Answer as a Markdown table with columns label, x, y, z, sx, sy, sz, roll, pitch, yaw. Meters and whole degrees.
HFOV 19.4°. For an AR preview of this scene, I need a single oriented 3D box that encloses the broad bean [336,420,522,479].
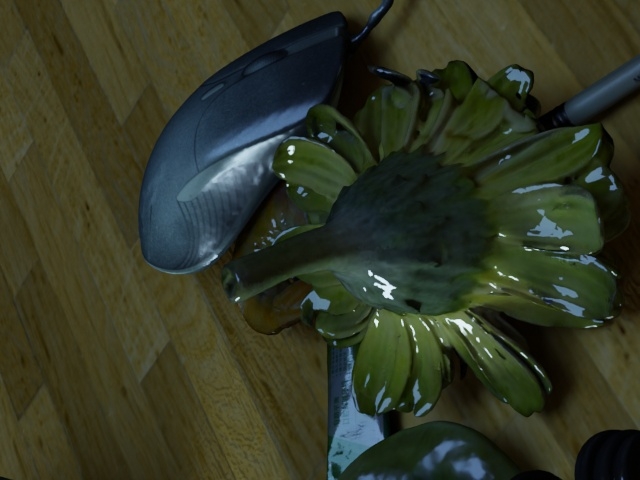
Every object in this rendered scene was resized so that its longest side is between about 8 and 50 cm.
| label | x | y | z | sx | sy | sz | roll | pitch | yaw |
| --- | --- | --- | --- | --- | --- | --- | --- | --- | --- |
| broad bean | 0.071 | 0.225 | 1.432 | 0.153 | 0.072 | 0.207 | 44 | 105 | 18 |

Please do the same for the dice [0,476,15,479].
| label | x | y | z | sx | sy | sz | roll | pitch | yaw |
| --- | --- | --- | --- | --- | --- | --- | --- | --- | --- |
| dice | -0.355 | 0.385 | 1.690 | 0.328 | 0.330 | 0.348 | -8 | 67 | 45 |

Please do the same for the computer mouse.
| label | x | y | z | sx | sy | sz | roll | pitch | yaw |
| --- | --- | --- | --- | --- | --- | --- | --- | --- | --- |
| computer mouse | -0.058 | -0.119 | 1.655 | 0.379 | 0.090 | 0.167 | -46 | 27 | 25 |

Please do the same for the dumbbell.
| label | x | y | z | sx | sy | sz | roll | pitch | yaw |
| --- | --- | --- | --- | --- | --- | --- | --- | --- | --- |
| dumbbell | 0.186 | 0.190 | 1.289 | 0.208 | 0.099 | 0.099 | -35 | 55 | 43 |

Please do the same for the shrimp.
| label | x | y | z | sx | sy | sz | roll | pitch | yaw |
| --- | --- | --- | --- | --- | --- | --- | --- | --- | --- |
| shrimp | 0.000 | 0.000 | 1.589 | 0.248 | 0.068 | 0.150 | -21 | 57 | 50 |

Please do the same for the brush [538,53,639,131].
| label | x | y | z | sx | sy | sz | roll | pitch | yaw |
| --- | --- | --- | --- | --- | --- | --- | --- | --- | --- |
| brush | 0.201 | -0.102 | 1.407 | 0.299 | 0.042 | 0.039 | -34 | 55 | 37 |

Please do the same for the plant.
| label | x | y | z | sx | sy | sz | roll | pitch | yaw |
| --- | --- | --- | --- | --- | --- | --- | --- | --- | --- |
| plant | 0.056 | -0.025 | 1.383 | 0.306 | 0.297 | 0.261 | -37 | 42 | 45 |

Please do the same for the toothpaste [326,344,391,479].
| label | x | y | z | sx | sy | sz | roll | pitch | yaw |
| --- | --- | --- | --- | --- | --- | --- | --- | --- | --- |
| toothpaste | 0.033 | 0.142 | 1.538 | 0.078 | 0.047 | 0.248 | -21 | 62 | 45 |
